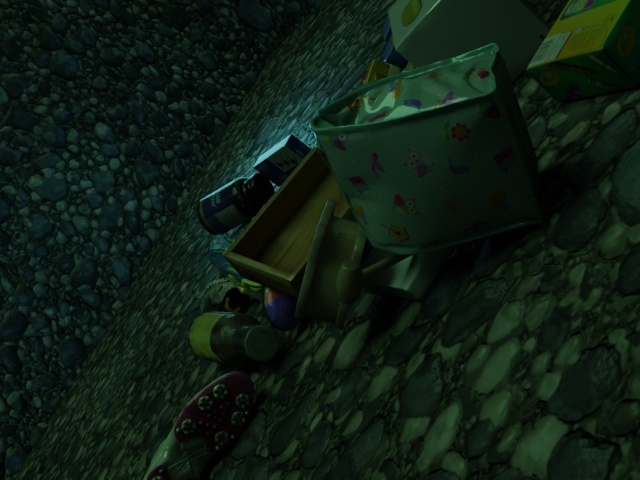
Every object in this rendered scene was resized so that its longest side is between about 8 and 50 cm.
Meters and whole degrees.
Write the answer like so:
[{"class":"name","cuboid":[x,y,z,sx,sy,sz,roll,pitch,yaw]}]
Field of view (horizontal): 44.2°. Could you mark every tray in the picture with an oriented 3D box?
[{"class":"tray","cuboid":[0.021,-0.081,1.481,0.203,0.076,0.411,17,63,46]}]

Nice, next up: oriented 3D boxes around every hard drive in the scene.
[{"class":"hard drive","cuboid":[0.181,-0.048,1.261,0.307,0.040,0.203,-57,18,-11]}]

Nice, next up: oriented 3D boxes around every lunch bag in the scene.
[{"class":"lunch bag","cuboid":[0.140,-0.108,1.051,0.262,0.223,0.160,-14,35,25]}]

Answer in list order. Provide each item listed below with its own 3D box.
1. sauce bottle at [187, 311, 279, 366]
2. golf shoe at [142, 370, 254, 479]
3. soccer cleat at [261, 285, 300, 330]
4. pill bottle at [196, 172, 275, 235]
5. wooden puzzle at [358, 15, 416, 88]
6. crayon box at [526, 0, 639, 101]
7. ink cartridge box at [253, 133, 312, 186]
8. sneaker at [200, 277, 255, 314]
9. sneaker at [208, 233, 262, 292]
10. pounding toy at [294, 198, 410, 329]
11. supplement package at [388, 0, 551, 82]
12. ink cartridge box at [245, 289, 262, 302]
[{"class":"sauce bottle","cuboid":[-0.178,0.200,1.595,0.111,0.111,0.344,-59,17,-16]},{"class":"golf shoe","cuboid":[-0.234,0.360,1.446,0.306,0.115,0.140,-53,14,-2]},{"class":"soccer cleat","cuboid":[-0.014,0.030,1.515,0.116,0.109,0.318,-24,31,49]},{"class":"pill bottle","cuboid":[-0.243,-0.109,2.290,0.219,0.123,0.122,-27,29,30]},{"class":"wooden puzzle","cuboid":[0.161,-0.401,1.795,0.322,0.081,0.347,-87,23,-61]},{"class":"crayon box","cuboid":[0.427,-0.334,1.102,0.278,0.081,0.165,-57,18,-9]},{"class":"ink cartridge box","cuboid":[-0.100,-0.220,2.202,0.207,0.097,0.046,-24,34,58]},{"class":"sneaker","cuboid":[-0.218,0.135,1.858,0.225,0.088,0.092,-37,25,42]},{"class":"sneaker","cuboid":[-0.167,0.043,1.629,0.240,0.126,0.091,-16,43,62]},{"class":"pounding toy","cuboid":[0.053,0.054,1.216,0.269,0.155,0.154,-70,-6,-65]},{"class":"supplement package","cuboid":[0.264,-0.395,1.435,0.199,0.198,0.262,-45,20,23]},{"class":"ink cartridge box","cuboid":[-0.086,0.041,1.734,0.104,0.062,0.181,-29,31,53]}]
